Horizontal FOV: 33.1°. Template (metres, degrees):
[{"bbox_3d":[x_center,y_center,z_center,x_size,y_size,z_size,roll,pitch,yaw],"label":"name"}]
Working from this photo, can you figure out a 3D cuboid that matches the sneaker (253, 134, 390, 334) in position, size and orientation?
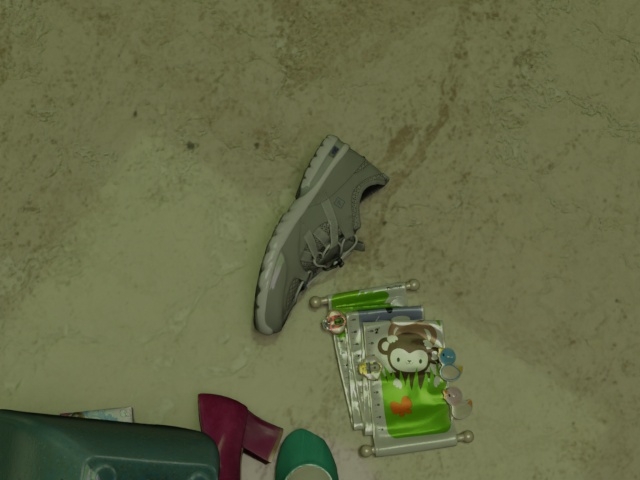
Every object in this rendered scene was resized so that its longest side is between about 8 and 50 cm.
[{"bbox_3d":[0.000,0.000,1.385,0.115,0.105,0.281,25,75,1],"label":"sneaker"}]

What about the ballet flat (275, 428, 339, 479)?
[{"bbox_3d":[-0.015,0.352,1.309,0.083,0.087,0.247,3,76,-5],"label":"ballet flat"}]

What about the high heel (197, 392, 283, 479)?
[{"bbox_3d":[-0.140,0.309,1.304,0.117,0.082,0.244,26,72,-7],"label":"high heel"}]

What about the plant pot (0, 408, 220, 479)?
[{"bbox_3d":[-0.230,0.311,1.174,0.248,0.252,0.247,11,74,-27],"label":"plant pot"}]

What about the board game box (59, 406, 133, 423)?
[{"bbox_3d":[-0.276,0.256,1.340,0.090,0.020,0.090,-5,77,-8],"label":"board game box"}]

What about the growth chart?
[{"bbox_3d":[0.099,0.165,1.400,0.172,0.021,0.237,-15,79,-10],"label":"growth chart"}]
